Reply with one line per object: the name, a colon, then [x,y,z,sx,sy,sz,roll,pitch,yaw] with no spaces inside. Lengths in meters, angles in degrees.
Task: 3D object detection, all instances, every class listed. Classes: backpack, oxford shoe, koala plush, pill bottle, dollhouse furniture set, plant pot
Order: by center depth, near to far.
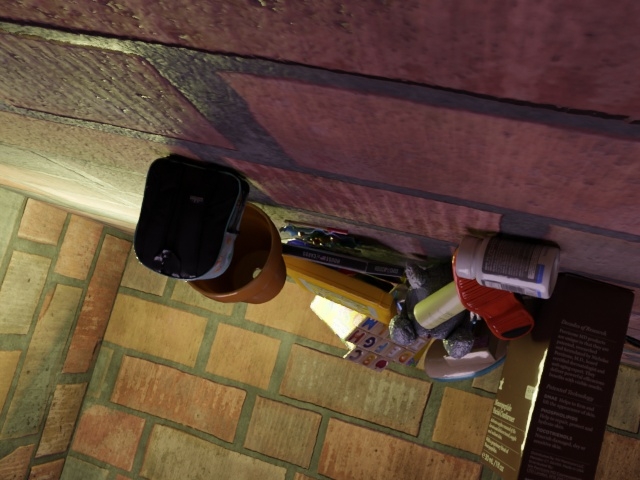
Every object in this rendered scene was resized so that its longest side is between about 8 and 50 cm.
pill bottle: [0.277,0.036,0.932,0.137,0.078,0.078,12,172,29]
backpack: [-0.212,-0.027,1.032,0.166,0.188,0.144,14,173,5]
oxford shoe: [0.289,0.073,1.099,0.097,0.098,0.271,-25,133,15]
plant pot: [-0.161,0.047,1.312,0.205,0.205,0.188,12,162,21]
koala plush: [0.265,0.124,1.417,0.196,0.203,0.221,11,151,14]
dollhouse furniture set: [0.396,0.152,1.666,0.286,0.198,0.303,-18,120,38]

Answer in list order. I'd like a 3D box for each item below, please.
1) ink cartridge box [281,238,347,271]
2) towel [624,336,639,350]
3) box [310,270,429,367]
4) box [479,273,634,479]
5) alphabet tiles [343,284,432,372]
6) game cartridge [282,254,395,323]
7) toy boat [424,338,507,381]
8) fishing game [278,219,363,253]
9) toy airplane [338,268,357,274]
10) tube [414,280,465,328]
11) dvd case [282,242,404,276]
ink cartridge box: [-0.060,0.048,1.844,0.176,0.069,0.371,18,170,-19]
towel: [0.864,0.313,2.044,0.271,0.040,0.370,20,170,-40]
box: [0.172,0.243,2.033,0.279,0.177,0.290,20,-168,-37]
box: [0.427,0.261,1.149,0.143,0.381,0.191,18,172,-2]
alphabet tiles: [0.237,0.256,1.847,0.285,0.342,0.011,29,-159,-39]
game cartridge: [0.055,0.129,1.608,0.285,0.052,0.323,21,172,13]
toy boat: [0.468,0.318,1.885,0.268,0.148,0.318,-20,-164,37]
fishing game: [0.000,0.000,1.412,0.189,0.041,0.264,12,172,8]
toy airplane: [0.037,0.103,1.857,0.151,0.151,0.028,1,121,63]
tube: [0.283,0.102,1.237,0.070,0.062,0.240,-27,170,-47]
dvd case: [0.045,0.043,1.411,0.239,0.029,0.179,13,-179,34]
